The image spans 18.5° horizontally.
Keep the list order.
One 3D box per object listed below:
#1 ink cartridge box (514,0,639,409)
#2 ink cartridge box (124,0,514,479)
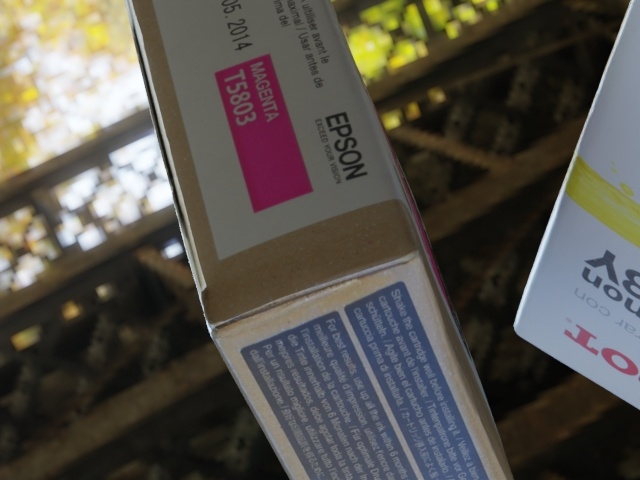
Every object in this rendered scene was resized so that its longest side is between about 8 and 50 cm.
[{"bbox_3d":[0.261,-0.028,0.823,0.279,0.385,0.160,32,-116,12],"label":"ink cartridge box"},{"bbox_3d":[0.000,0.000,0.849,0.088,0.193,0.235,-20,-133,3],"label":"ink cartridge box"}]
